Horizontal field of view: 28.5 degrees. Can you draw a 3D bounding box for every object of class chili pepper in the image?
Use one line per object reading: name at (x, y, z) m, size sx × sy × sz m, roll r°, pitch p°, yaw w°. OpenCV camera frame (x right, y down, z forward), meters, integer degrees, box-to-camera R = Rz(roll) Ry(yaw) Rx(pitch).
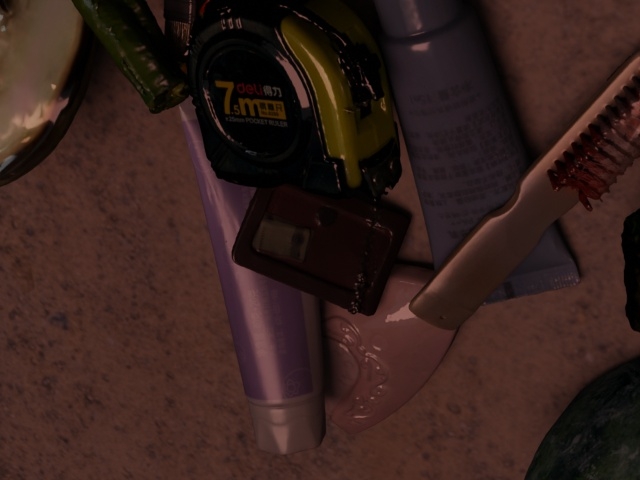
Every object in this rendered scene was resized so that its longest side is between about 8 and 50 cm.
chili pepper at (-0.219, -0.280, 1.140) m, size 0.076 × 0.085 × 0.359 m, roll -27°, pitch 92°, yaw 21°

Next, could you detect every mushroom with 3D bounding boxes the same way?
mushroom at (-0.315, -0.175, 1.245) m, size 0.189 × 0.164 × 0.267 m, roll 7°, pitch 91°, yaw -5°

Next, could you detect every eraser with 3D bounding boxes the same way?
eraser at (0.048, 0.097, 1.299) m, size 0.243 × 0.059 × 0.204 m, roll -29°, pitch 105°, yaw 42°

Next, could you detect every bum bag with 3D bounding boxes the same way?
bum bag at (0.000, 0.000, 1.214) m, size 0.159 × 0.026 × 0.109 m, roll 23°, pitch 90°, yaw -16°

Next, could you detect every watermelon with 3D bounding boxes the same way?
watermelon at (0.364, 0.246, 1.150) m, size 0.387 × 0.228 × 0.258 m, roll -18°, pitch 120°, yaw 25°

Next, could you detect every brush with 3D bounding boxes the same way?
brush at (-0.127, -0.249, 1.161) m, size 0.043 × 0.014 × 0.170 m, roll 19°, pitch 112°, yaw 40°
brush at (0.196, -0.027, 1.098) m, size 0.060 × 0.050 × 0.321 m, roll 26°, pitch 121°, yaw -25°

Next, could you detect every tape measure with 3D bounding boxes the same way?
tape measure at (-0.023, -0.136, 1.096) m, size 0.199 × 0.112 × 0.186 m, roll 9°, pitch 124°, yaw 34°

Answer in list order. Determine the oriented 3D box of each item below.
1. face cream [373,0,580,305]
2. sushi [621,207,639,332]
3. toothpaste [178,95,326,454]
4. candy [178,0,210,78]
face cream at (0.121, -0.103, 1.116) m, size 0.135 × 0.086 × 0.385 m, roll -14°, pitch 118°, yaw 14°
sushi at (0.364, 0.019, 1.043) m, size 0.225 × 0.124 × 0.127 m, roll 6°, pitch 123°, yaw 31°
toothpaste at (-0.051, 0.029, 1.242) m, size 0.125 × 0.080 × 0.371 m, roll -8°, pitch 106°, yaw -1°
candy at (-0.107, -0.181, 1.208) m, size 0.062 × 0.038 × 0.122 m, roll 43°, pitch 130°, yaw -4°
